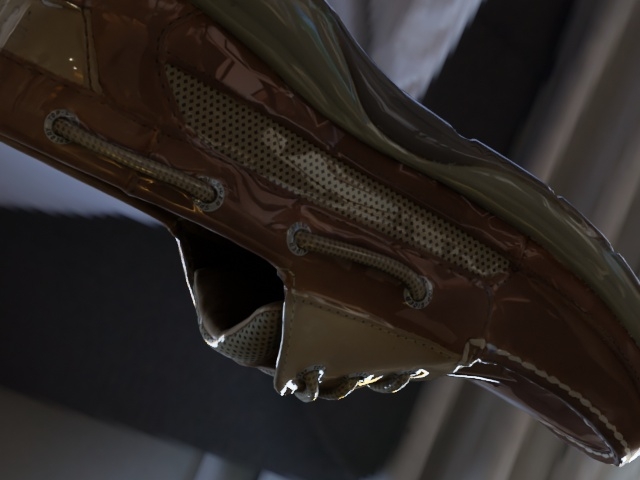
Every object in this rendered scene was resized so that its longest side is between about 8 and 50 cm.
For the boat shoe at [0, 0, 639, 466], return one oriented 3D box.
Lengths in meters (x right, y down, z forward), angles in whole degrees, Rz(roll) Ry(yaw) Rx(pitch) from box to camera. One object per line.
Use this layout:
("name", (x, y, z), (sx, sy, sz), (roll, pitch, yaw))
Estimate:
("boat shoe", (0.000, 0.000, 0.698), (0.324, 0.116, 0.123), (38, 168, -24))
